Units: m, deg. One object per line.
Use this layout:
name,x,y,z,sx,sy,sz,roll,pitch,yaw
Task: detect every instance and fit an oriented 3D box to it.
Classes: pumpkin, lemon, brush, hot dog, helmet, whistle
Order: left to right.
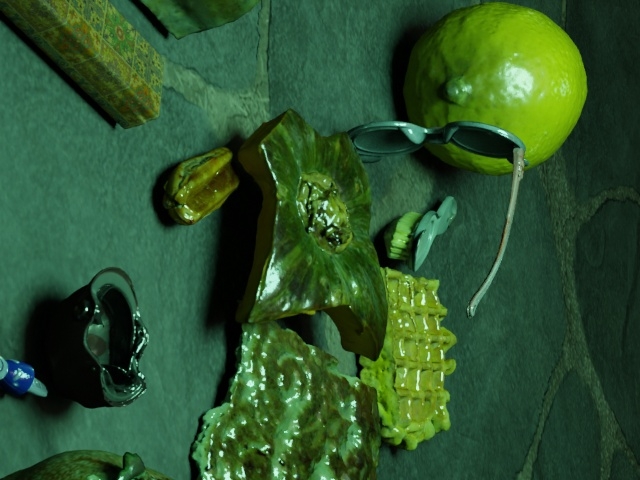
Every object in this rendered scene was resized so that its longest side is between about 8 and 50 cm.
whistle,-0.256,0.113,1.222,0.083,0.029,0.033,35,19,-48
helmet,-0.201,0.090,1.291,0.098,0.070,0.123,39,41,-60
hot dog,-0.123,-0.059,1.524,0.144,0.038,0.062,-48,126,-60
pumpkin,-0.011,-0.022,1.631,0.258,0.095,0.290,28,49,-55
brush,0.131,-0.018,1.986,0.297,0.060,0.068,-37,139,-72
lemon,0.245,-0.211,2.050,0.320,0.245,0.245,-12,92,-63

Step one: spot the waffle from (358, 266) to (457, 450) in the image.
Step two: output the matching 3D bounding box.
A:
waffle,0.117,0.153,1.889,0.219,0.057,0.229,10,73,-61

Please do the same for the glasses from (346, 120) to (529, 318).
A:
glasses,0.122,-0.020,1.790,0.118,0.234,0.268,55,42,-61

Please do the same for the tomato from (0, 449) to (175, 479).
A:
tomato,-0.181,0.314,1.077,0.303,0.239,0.303,45,32,-39

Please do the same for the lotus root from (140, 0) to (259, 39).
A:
lotus root,-0.142,-0.396,1.490,0.260,0.149,0.267,49,38,-46

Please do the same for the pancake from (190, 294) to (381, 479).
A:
pancake,-0.051,0.266,1.549,0.305,0.067,0.427,52,39,-30

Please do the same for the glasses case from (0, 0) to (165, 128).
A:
glasses case,-0.225,-0.194,1.363,0.218,0.049,0.075,46,36,-47
